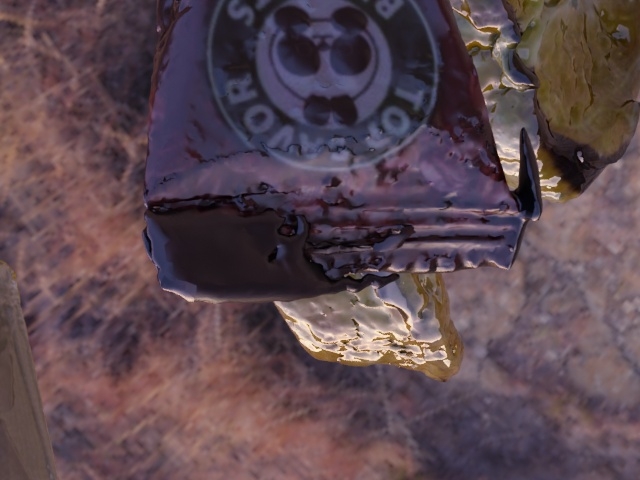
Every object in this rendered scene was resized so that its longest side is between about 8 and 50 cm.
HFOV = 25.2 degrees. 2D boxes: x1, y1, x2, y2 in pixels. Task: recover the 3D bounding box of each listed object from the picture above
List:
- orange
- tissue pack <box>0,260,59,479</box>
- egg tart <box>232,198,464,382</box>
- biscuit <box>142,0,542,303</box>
[{"bbox_3d":[0.149,-0.217,1.213,0.210,0.271,0.368,5,132,39],"label":"orange"},{"bbox_3d":[-0.450,0.198,1.371,0.382,0.228,0.293,-15,85,39],"label":"tissue pack"},{"bbox_3d":[0.000,0.000,1.677,0.443,0.178,0.443,55,175,7],"label":"egg tart"},{"bbox_3d":[-0.004,-0.090,0.536,0.063,0.151,0.235,129,134,-65],"label":"biscuit"}]
